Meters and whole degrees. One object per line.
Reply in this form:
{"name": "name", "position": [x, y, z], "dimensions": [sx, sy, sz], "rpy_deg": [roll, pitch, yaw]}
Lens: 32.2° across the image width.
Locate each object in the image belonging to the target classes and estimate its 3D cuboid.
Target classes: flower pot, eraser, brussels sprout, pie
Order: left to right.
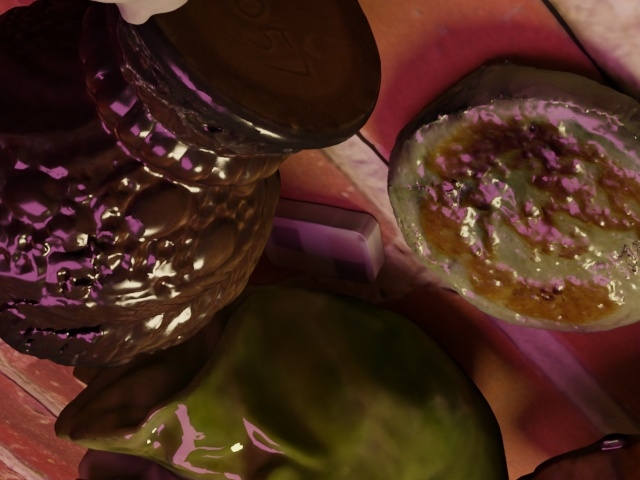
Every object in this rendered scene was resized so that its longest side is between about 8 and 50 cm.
{"name": "flower pot", "position": [-0.114, -0.082, 0.747], "dimensions": [0.266, 0.266, 0.267], "rpy_deg": [40, 131, -13]}
{"name": "brussels sprout", "position": [-0.017, 0.229, 0.972], "dimensions": [0.361, 0.342, 0.425], "rpy_deg": [-14, 102, -5]}
{"name": "eraser", "position": [0.000, 0.000, 0.940], "dimensions": [0.105, 0.026, 0.065], "rpy_deg": [12, 137, 24]}
{"name": "pie", "position": [0.156, -0.023, 0.785], "dimensions": [0.240, 0.054, 0.240], "rpy_deg": [17, 139, 15]}

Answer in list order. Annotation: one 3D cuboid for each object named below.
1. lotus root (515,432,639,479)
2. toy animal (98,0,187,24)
{"name": "lotus root", "position": [0.275, 0.297, 0.858], "dimensions": [0.316, 0.250, 0.316], "rpy_deg": [2, 151, 1]}
{"name": "toy animal", "position": [-0.068, -0.226, 0.528], "dimensions": [0.271, 0.265, 0.206], "rpy_deg": [22, 140, 15]}
